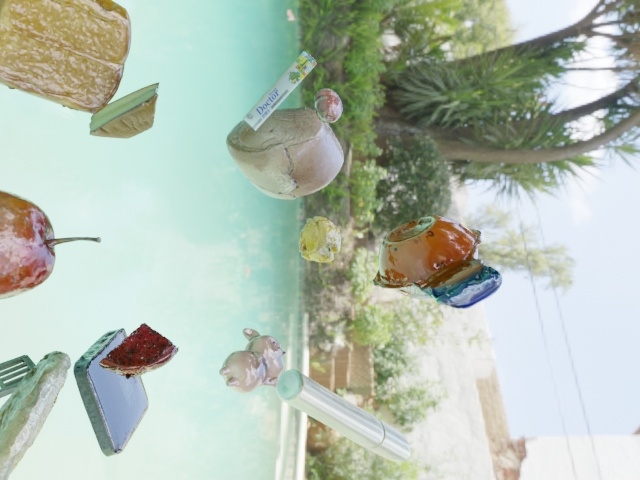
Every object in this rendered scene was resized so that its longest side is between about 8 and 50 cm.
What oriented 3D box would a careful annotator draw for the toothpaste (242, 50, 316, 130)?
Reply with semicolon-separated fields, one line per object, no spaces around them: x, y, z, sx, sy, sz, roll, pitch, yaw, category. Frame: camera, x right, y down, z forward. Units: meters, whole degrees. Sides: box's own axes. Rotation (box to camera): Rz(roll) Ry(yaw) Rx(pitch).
-0.073;-0.269;1.058;0.164;0.034;0.046;-45;-168;10;toothpaste

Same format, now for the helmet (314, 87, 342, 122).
0.016;-0.308;1.385;0.049;0.065;0.084;-78;149;-42;helmet

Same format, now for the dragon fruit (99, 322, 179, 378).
-0.442;0.294;1.434;0.161;0.127;0.120;-40;160;-38;dragon fruit

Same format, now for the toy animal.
-0.112;0.200;0.971;0.150;0.089;0.083;-19;118;-65;toy animal

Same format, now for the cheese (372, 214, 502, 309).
0.200;0.041;1.036;0.129;0.217;0.329;62;-4;-15;cheese

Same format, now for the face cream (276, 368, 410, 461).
0.056;0.443;1.490;0.081;0.348;0.173;-59;-162;-11;face cream

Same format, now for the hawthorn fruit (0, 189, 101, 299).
-0.647;0.018;1.188;0.235;0.263;0.231;15;-105;52;hawthorn fruit

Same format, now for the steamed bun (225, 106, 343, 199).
-0.101;-0.230;1.677;0.251;0.301;0.199;43;40;-61;steamed bun

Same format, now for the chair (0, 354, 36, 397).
-0.933;0.450;1.656;0.270;0.136;0.147;-15;123;-45;chair

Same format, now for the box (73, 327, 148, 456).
-0.579;0.416;1.661;0.290;0.073;0.289;-86;162;-77;box

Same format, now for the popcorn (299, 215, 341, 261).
0.000;0.000;2.011;0.152;0.148;0.167;-106;-150;-62;popcorn

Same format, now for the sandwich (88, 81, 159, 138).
-0.577;-0.385;1.795;0.096;0.258;0.094;46;27;-59;sandwich

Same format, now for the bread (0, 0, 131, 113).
-0.682;-0.528;1.555;0.328;0.337;0.148;-61;-146;26;bread

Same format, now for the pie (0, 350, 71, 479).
-0.603;0.370;1.171;0.339;0.077;0.339;-42;-155;24;pie
